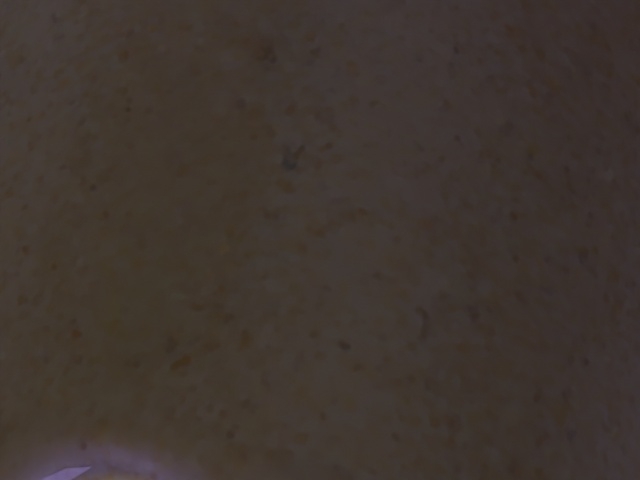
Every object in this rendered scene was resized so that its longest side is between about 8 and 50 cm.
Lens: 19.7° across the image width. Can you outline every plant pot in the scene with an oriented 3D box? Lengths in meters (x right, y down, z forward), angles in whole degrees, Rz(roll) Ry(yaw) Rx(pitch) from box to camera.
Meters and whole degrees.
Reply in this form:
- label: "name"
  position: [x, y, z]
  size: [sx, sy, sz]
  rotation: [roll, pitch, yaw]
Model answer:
- label: "plant pot"
  position: [0.000, 0.000, 0.537]
  size: [0.333, 0.305, 0.334]
  rotation: [6, 144, 5]
